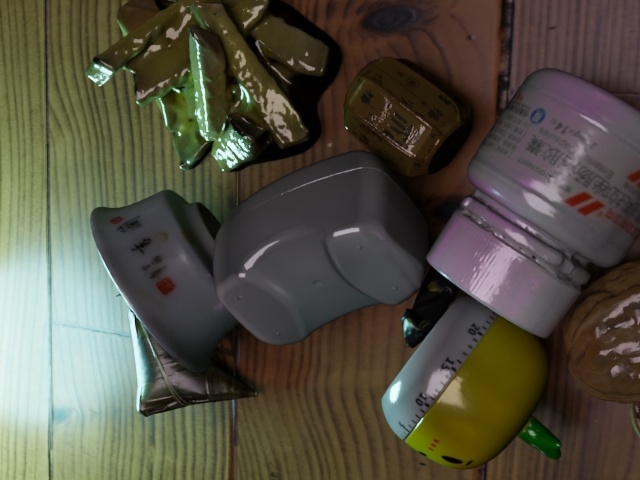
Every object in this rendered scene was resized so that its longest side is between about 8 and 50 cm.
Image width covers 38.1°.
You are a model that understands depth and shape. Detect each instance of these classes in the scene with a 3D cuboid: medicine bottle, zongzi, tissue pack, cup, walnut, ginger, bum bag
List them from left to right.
[{"bbox_3d":[-0.235,0.045,1.639,0.163,0.347,0.347,-33,80,3],"label":"cup"},{"bbox_3d":[-0.250,0.198,1.781,0.241,0.111,0.247,-10,85,11],"label":"zongzi"},{"bbox_3d":[-0.197,-0.275,1.621,0.414,0.211,0.358,15,106,25],"label":"ginger"},{"bbox_3d":[0.000,0.000,1.499,0.333,0.235,0.229,-24,129,24],"label":"tissue pack"},{"bbox_3d":[0.186,0.076,1.473,0.060,0.232,0.106,34,147,1],"label":"bum bag"},{"bbox_3d":[0.322,-0.051,1.311,0.256,0.256,0.324,37,97,20],"label":"medicine bottle"},{"bbox_3d":[0.465,0.125,1.328,0.245,0.198,0.198,-29,82,21],"label":"walnut"}]

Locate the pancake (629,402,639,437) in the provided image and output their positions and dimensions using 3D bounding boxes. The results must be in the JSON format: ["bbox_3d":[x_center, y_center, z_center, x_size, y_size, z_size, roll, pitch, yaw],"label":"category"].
[{"bbox_3d":[0.538,0.254,1.393,0.158,0.028,0.158,6,102,27],"label":"pancake"}]

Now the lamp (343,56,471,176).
[{"bbox_3d":[0.138,-0.198,1.481,0.185,0.161,0.161,41,113,20],"label":"lamp"}]

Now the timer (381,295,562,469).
[{"bbox_3d":[0.260,0.245,1.418,0.285,0.285,0.285,4,98,28],"label":"timer"}]
